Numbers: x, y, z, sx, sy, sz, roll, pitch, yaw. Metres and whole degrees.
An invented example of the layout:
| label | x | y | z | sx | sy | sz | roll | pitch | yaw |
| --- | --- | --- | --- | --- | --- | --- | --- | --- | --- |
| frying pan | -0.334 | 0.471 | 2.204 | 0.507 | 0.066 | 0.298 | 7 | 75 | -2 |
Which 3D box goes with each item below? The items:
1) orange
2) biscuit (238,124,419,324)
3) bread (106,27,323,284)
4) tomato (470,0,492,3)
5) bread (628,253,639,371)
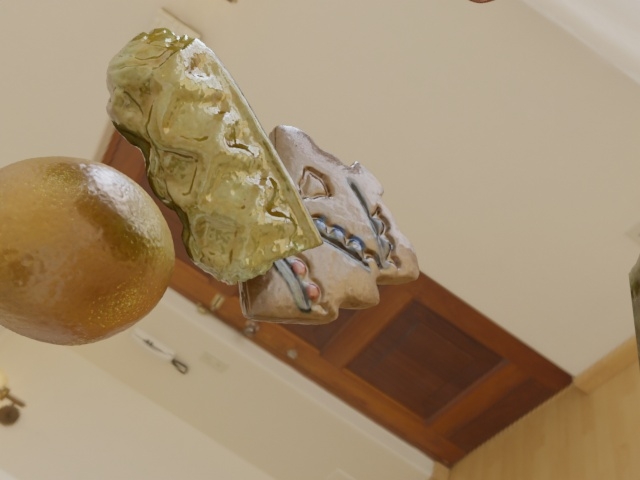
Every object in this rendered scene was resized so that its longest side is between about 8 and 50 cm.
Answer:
| label | x | y | z | sx | sy | sz | roll | pitch | yaw |
| --- | --- | --- | --- | --- | --- | --- | --- | --- | --- |
| orange | -0.288 | 0.012 | 0.746 | 0.236 | 0.236 | 0.236 | -55 | 5 | 8 |
| biscuit | 0.001 | -0.001 | 0.815 | 0.043 | 0.278 | 0.301 | -37 | 13 | 48 |
| bread | -0.113 | -0.084 | 0.652 | 0.130 | 0.268 | 0.152 | -28 | 7 | 7 |
| tomato | 0.264 | -0.488 | 1.078 | 0.101 | 0.228 | 0.228 | -60 | 6 | -19 |
| bread | 0.345 | 0.082 | 0.619 | 0.088 | 0.233 | 0.161 | -2 | 26 | 28 |
